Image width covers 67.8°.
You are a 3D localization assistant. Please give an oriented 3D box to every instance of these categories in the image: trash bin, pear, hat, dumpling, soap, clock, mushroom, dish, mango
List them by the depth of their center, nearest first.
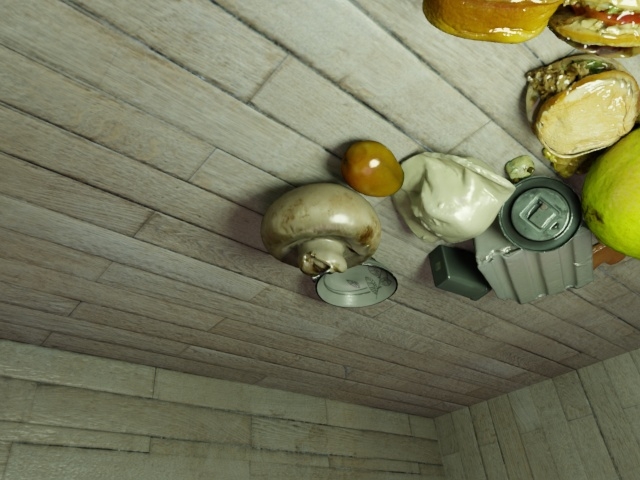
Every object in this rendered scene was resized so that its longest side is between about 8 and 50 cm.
[{"bbox_3d":[0.878,-0.139,1.200,0.391,0.391,0.391,-4,145,-3],"label":"pear"},{"bbox_3d":[0.145,-0.191,1.333,0.151,0.120,0.221,-19,148,22],"label":"mango"},{"bbox_3d":[0.646,-0.076,1.408,0.226,0.226,0.049,-22,173,21],"label":"clock"},{"bbox_3d":[0.000,0.000,1.416,0.362,0.294,0.362,0,154,0],"label":"mushroom"},{"bbox_3d":[0.361,-0.136,1.420,0.315,0.233,0.395,36,151,-3],"label":"dumpling"},{"bbox_3d":[0.600,-0.209,1.426,0.077,0.059,0.076,-24,136,30],"label":"hat"},{"bbox_3d":[0.731,0.035,1.652,0.350,0.213,0.435,-24,141,19],"label":"soap"},{"bbox_3d":[0.530,0.121,1.780,0.236,0.176,0.101,17,140,-22],"label":"trash bin"},{"bbox_3d":[0.133,0.138,1.807,0.316,0.106,0.316,-2,143,-1],"label":"dish"}]

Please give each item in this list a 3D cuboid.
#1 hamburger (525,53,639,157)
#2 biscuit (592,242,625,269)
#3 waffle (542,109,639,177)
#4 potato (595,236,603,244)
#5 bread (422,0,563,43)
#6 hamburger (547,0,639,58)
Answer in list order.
[{"bbox_3d":[0.632,-0.329,1.171,0.286,0.146,0.243,16,137,-10],"label":"hamburger"},{"bbox_3d":[1.108,0.074,1.887,0.192,0.036,0.186,-36,135,23],"label":"biscuit"},{"bbox_3d":[0.797,-0.283,1.347,0.329,0.062,0.329,-5,145,-3],"label":"waffle"},{"bbox_3d":[1.075,-0.038,1.688,0.178,0.109,0.118,-17,121,6],"label":"potato"},{"bbox_3d":[0.324,-0.477,0.890,0.270,0.195,0.142,10,151,4],"label":"bread"},{"bbox_3d":[0.564,-0.475,0.911,0.244,0.244,0.163,-2,145,-5],"label":"hamburger"}]
